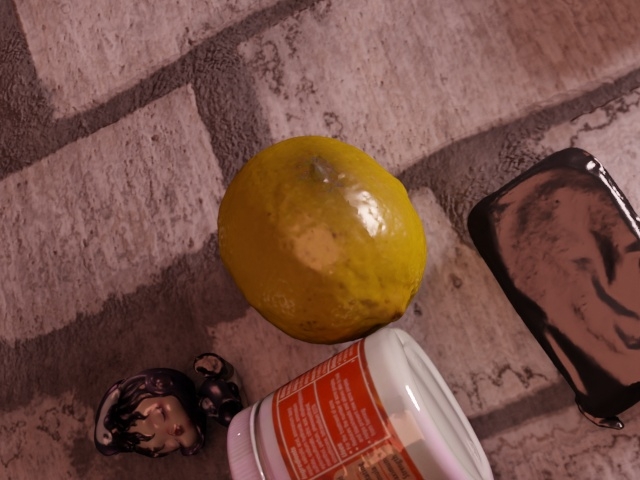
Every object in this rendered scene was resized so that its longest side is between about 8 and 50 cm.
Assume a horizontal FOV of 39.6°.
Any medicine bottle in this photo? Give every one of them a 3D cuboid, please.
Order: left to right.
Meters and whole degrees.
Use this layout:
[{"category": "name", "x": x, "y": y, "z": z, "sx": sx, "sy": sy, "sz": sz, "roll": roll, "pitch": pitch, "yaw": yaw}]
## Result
[{"category": "medicine bottle", "x": 0.053, "y": 0.263, "z": 1.078, "sx": 0.241, "sy": 0.252, "sz": 0.252, "roll": -31, "pitch": 72, "yaw": 12}]

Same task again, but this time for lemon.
[{"category": "lemon", "x": 0.001, "y": 0.002, "z": 1.144, "sx": 0.284, "sy": 0.260, "sz": 0.260, "roll": 41, "pitch": 95, "yaw": 9}]

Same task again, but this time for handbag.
[{"category": "handbag", "x": 0.338, "y": 0.056, "z": 1.110, "sx": 0.192, "sy": 0.075, "sz": 0.332, "roll": -33, "pitch": 73, "yaw": 11}]

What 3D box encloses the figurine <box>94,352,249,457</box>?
[{"category": "figurine", "x": -0.216, "y": 0.230, "z": 1.252, "sx": 0.222, "sy": 0.145, "sz": 0.145, "roll": -18, "pitch": 75, "yaw": 6}]
